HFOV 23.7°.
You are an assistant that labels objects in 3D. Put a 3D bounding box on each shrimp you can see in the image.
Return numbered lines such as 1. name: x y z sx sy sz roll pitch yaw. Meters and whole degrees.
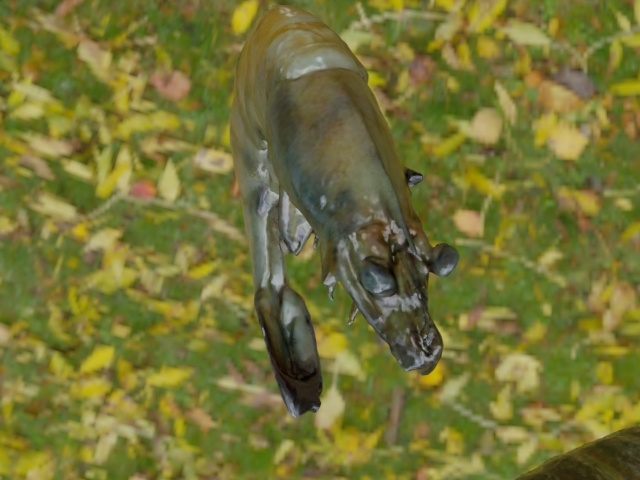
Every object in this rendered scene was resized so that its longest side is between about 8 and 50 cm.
1. shrimp: 0.000 0.000 0.620 0.051 0.217 0.150 -1 127 -20

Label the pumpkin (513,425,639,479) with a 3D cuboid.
1. pumpkin: 0.246 0.308 1.311 0.320 0.192 0.320 -18 128 -25
